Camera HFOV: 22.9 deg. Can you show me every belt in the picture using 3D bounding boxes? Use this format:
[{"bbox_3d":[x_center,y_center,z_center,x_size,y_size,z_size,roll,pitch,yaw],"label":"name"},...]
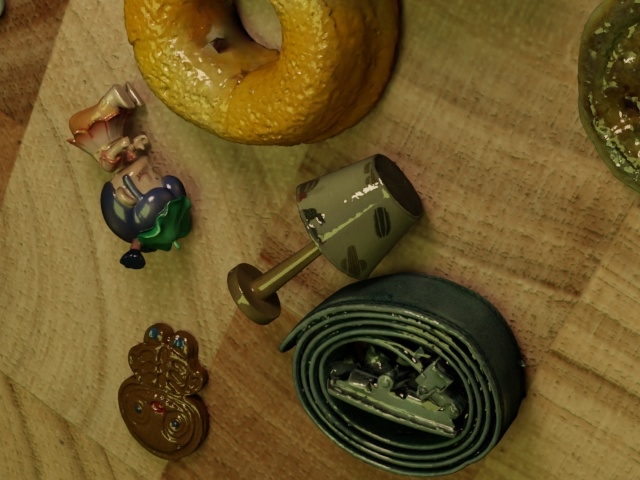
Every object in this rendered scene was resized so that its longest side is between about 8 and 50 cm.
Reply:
[{"bbox_3d":[0.080,0.140,1.667,0.267,0.116,0.206,9,117,24],"label":"belt"}]

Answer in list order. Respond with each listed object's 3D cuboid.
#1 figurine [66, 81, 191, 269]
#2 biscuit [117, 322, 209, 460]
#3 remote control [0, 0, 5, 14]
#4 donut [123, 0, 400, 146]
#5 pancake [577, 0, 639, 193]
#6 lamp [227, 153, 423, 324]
[{"bbox_3d":[-0.212,-0.071,1.774,0.102,0.111,0.195,-28,90,17],"label":"figurine"},{"bbox_3d":[-0.189,0.184,1.891,0.124,0.026,0.175,17,116,23],"label":"biscuit"},{"bbox_3d":[-0.427,-0.369,1.809,0.097,0.045,0.256,-7,108,31],"label":"remote control"},{"bbox_3d":[-0.073,-0.226,1.622,0.303,0.110,0.303,11,114,27],"label":"donut"},{"bbox_3d":[0.348,-0.141,1.456,0.253,0.037,0.253,11,114,26],"label":"pancake"},{"bbox_3d":[0.000,0.000,1.655,0.215,0.121,0.121,-36,89,24],"label":"lamp"}]
